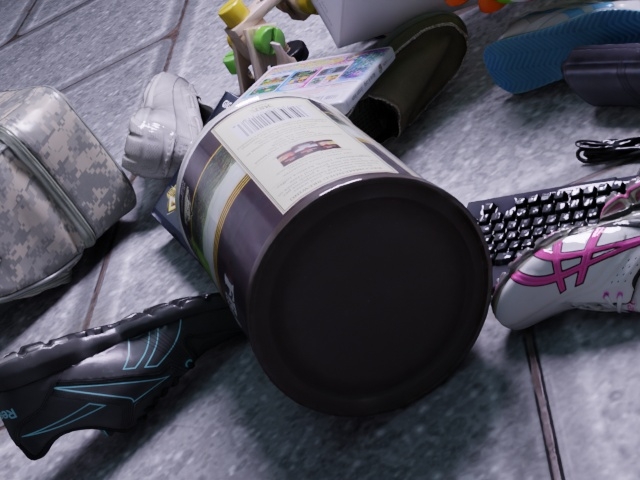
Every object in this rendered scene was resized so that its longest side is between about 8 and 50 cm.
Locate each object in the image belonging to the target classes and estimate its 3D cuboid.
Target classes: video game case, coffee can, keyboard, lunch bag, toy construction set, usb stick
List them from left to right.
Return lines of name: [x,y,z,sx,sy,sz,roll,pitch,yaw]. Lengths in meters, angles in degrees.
lunch bag: [-0.424,-0.038,1.528,0.305,0.212,0.256,4,44,49]
toy construction set: [-0.040,-0.285,1.511,0.257,0.237,0.309,-27,28,10]
video game case: [-0.015,-0.162,1.297,0.157,0.019,0.143,-5,28,30]
coffee can: [0.000,0.000,1.050,0.201,0.201,0.275,-34,27,-4]
keyboard: [0.262,-0.041,1.035,0.317,0.033,0.201,-9,35,36]
usb stick: [0.337,-0.146,1.080,0.278,0.077,0.045,9,65,52]

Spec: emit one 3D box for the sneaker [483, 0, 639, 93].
sneaker: [0.279,-0.211,1.233,0.229,0.087,0.092,2,37,43]

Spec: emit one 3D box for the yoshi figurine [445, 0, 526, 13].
yoshi figurine: [0.268,-0.342,1.211,0.362,0.203,0.203,-14,13,-12]

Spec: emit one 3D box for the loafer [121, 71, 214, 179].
loafer: [-0.189,-0.147,1.603,0.111,0.112,0.319,13,22,-6]

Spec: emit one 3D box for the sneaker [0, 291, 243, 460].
sneaker: [-0.181,0.123,1.161,0.267,0.106,0.101,-18,1,-16]

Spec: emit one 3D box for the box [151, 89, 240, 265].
box: [-0.097,-0.063,1.345,0.175,0.051,0.220,-58,29,3]

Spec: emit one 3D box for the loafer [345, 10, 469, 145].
loafer: [0.080,-0.153,1.350,0.251,0.094,0.087,-45,34,-4]

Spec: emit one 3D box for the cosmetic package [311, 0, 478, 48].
cosmetic package: [0.151,-0.393,1.387,0.385,0.156,0.217,-19,63,-12]

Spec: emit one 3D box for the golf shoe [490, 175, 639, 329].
golf shoe: [0.214,0.025,0.934,0.186,0.067,0.086,-36,57,26]
